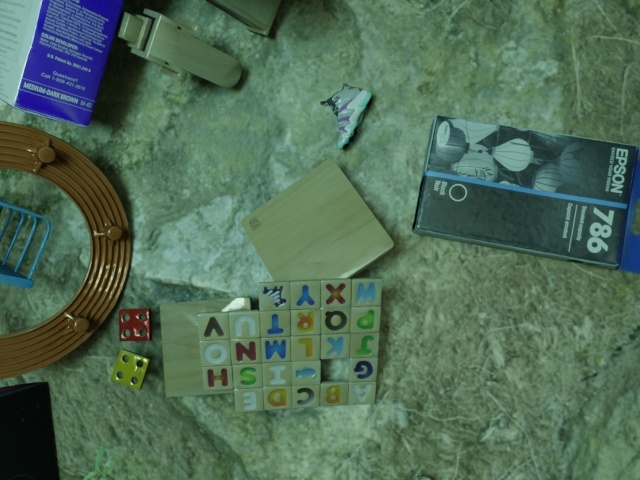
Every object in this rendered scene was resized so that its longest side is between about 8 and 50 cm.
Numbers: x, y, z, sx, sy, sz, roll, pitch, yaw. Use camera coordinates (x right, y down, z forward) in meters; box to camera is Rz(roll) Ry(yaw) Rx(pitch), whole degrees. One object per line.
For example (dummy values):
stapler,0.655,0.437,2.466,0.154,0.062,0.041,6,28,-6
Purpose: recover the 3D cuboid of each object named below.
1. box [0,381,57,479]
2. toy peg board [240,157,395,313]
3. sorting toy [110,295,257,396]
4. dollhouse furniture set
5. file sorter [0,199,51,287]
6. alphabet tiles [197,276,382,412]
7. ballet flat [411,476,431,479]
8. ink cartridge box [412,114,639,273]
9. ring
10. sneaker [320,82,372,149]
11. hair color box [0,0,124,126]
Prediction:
box,-0.474,0.352,0.669,0.144,0.165,0.270,-11,85,6
toy peg board,0.000,0.000,0.699,0.161,0.079,0.160,-35,68,3
sorting toy,-0.165,0.152,0.710,0.275,0.046,0.132,-6,85,5
dollhouse furniture set,-0.235,-0.424,0.766,0.356,0.174,0.303,31,103,36
file sorter,-0.488,-0.013,0.693,0.170,0.118,0.104,16,84,33
alphabet tiles,-0.039,0.143,0.651,0.237,0.009,0.198,-2,112,-6
ballet flat,0.158,0.360,0.655,0.203,0.074,0.074,14,87,13
ink cartridge box,0.304,-0.061,0.668,0.333,0.065,0.165,10,86,6
ring,-0.404,0.016,0.628,0.032,0.337,0.336,8,86,44
sneaker,0.028,-0.185,0.721,0.069,0.038,0.098,25,79,9
hair color box,-0.360,-0.349,0.676,0.185,0.110,0.338,28,103,36
